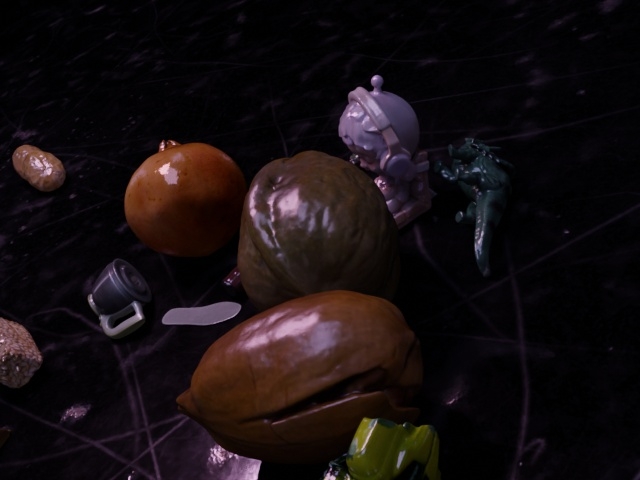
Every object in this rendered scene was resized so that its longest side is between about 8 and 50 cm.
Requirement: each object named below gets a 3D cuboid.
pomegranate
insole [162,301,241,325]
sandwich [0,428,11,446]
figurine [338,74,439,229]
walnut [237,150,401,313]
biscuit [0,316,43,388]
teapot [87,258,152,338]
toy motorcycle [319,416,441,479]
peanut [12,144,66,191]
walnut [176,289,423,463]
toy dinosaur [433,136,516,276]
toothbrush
[{"bbox_3d":[-0.226,-0.069,1.775,0.209,0.209,0.209,-19,33,13],"label":"pomegranate"},{"bbox_3d":[-0.192,0.118,1.672,0.153,0.002,0.053,-5,39,32],"label":"insole"},{"bbox_3d":[-0.534,0.344,1.606,0.074,0.074,0.116,-5,71,31],"label":"sandwich"},{"bbox_3d":[0.091,-0.136,1.613,0.141,0.237,0.162,-24,34,-8],"label":"figurine"},{"bbox_3d":[0.000,0.000,1.489,0.227,0.283,0.283,-47,21,31],"label":"walnut"},{"bbox_3d":[-0.524,0.185,1.760,0.070,0.082,0.168,-55,34,4],"label":"biscuit"},{"bbox_3d":[-0.341,0.098,1.736,0.091,0.092,0.124,-39,23,13],"label":"teapot"},{"bbox_3d":[0.059,0.330,1.056,0.206,0.142,0.342,-11,38,23],"label":"toy motorcycle"},{"bbox_3d":[-0.629,-0.163,2.319,0.089,0.089,0.193,-41,34,-20],"label":"peanut"},{"bbox_3d":[-0.031,0.177,1.289,0.336,0.209,0.209,-14,35,22],"label":"walnut"},{"bbox_3d":[0.223,-0.074,1.540,0.120,0.079,0.292,23,39,0],"label":"toy dinosaur"},{"bbox_3d":[-0.034,-0.037,1.740,0.041,0.041,0.364,14,51,47],"label":"toothbrush"}]
